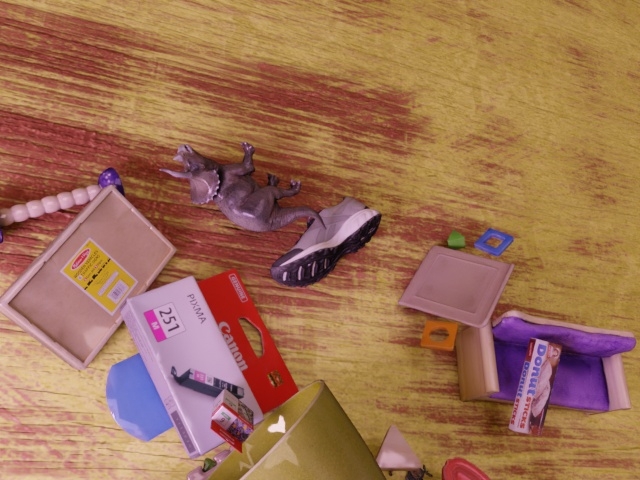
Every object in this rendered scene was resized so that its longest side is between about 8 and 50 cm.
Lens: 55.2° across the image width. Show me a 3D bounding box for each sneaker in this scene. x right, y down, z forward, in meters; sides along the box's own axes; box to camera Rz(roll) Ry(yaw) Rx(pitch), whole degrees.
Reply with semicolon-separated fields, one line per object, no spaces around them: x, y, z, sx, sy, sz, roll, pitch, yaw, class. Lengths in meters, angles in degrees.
0.000;0.000;1.229;0.272;0.100;0.108;-34;61;-32;sneaker

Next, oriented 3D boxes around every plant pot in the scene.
0.000;0.401;0.863;0.293;0.275;0.275;48;56;2;plant pot

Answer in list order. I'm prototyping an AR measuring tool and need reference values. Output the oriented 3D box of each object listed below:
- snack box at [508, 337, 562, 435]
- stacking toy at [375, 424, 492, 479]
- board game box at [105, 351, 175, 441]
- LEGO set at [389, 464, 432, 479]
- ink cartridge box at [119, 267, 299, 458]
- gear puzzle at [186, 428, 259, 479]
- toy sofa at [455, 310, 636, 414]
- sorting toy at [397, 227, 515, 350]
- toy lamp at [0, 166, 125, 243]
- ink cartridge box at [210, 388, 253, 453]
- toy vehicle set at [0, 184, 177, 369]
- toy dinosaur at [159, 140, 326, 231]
0.410;0.279;1.166;0.064;0.022;0.178;16;86;-18;snack box
0.148;0.504;1.042;0.280;0.130;0.309;36;54;13;stacking toy
-0.271;0.247;1.006;0.169;0.033;0.133;-24;78;-42;board game box
0.164;0.428;1.131;0.083;0.023;0.054;28;54;5;LEGO set
-0.172;0.188;1.044;0.239;0.060;0.275;-21;78;-38;ink cartridge box
-0.120;0.416;0.993;0.339;0.044;0.175;-26;81;-30;gear puzzle
0.476;0.262;1.263;0.363;0.177;0.150;12;63;-20;toy sofa
0.284;0.101;1.279;0.196;0.047;0.347;12;48;32;sorting toy
-0.474;-0.054;1.033;0.275;0.080;0.080;-21;76;-31;toy lamp
-0.131;0.269;0.918;0.063;0.115;0.029;42;89;-8;ink cartridge box
-0.374;0.057;1.009;0.166;0.035;0.266;51;52;-26;toy vehicle set
-0.140;-0.084;1.194;0.314;0.121;0.160;37;66;-5;toy dinosaur
